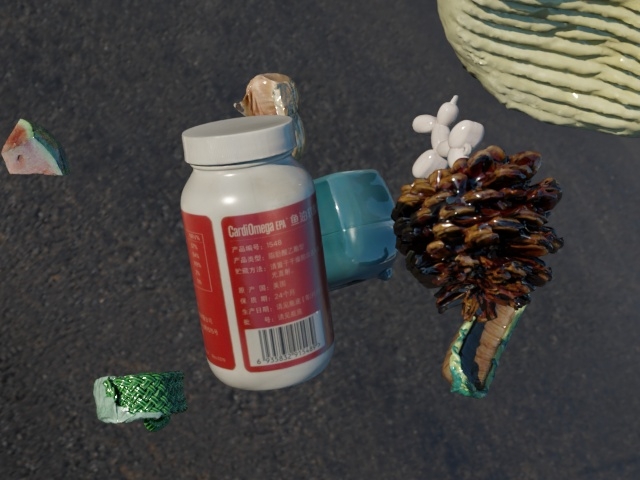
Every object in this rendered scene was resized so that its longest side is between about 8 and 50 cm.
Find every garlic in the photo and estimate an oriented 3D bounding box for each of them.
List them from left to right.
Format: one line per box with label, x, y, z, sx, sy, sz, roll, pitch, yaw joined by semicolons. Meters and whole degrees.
garlic;-0.076;-0.220;1.612;0.124;0.099;0.174;-4;81;-61

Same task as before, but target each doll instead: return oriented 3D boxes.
doll;0.223;-0.173;1.593;0.059;0.160;0.161;14;65;-26

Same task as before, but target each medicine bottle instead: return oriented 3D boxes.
medicine bottle;-0.062;0.011;0.881;0.131;0.131;0.250;-25;114;-48

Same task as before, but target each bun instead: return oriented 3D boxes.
bun;0.220;-0.187;0.610;0.259;0.259;0.160;34;56;-25

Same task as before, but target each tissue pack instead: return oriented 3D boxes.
tissue pack;0.000;0.000;1.653;0.198;0.287;0.206;-8;81;-53

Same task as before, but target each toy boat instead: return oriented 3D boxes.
toy boat;0.305;0.164;1.637;0.108;0.099;0.293;48;57;-14

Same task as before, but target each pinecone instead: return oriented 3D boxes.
pinecone;0.200;-0.001;1.128;0.221;0.221;0.221;23;53;-33

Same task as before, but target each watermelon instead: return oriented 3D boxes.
watermelon;-0.362;-0.106;1.171;0.092;0.072;0.084;47;15;23

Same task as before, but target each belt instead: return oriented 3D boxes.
belt;-0.241;0.218;1.211;0.121;0.151;0.079;-6;80;-1
